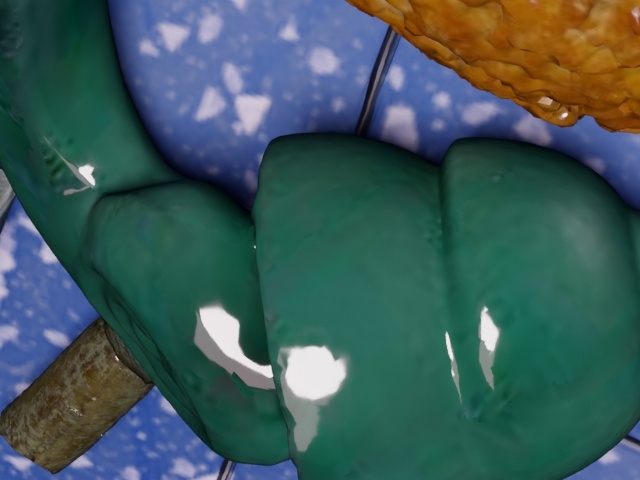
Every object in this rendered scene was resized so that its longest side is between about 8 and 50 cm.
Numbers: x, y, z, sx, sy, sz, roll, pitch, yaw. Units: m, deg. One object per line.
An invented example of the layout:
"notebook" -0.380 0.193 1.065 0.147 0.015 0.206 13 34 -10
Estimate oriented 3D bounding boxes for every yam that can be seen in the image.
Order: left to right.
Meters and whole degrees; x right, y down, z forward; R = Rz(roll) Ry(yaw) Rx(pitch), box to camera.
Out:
"yam" -0.107 0.069 0.861 0.043 0.043 0.094 43 123 -7

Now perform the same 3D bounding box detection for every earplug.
"earplug" 0.001 -0.004 0.735 0.280 0.164 0.257 -3 82 10

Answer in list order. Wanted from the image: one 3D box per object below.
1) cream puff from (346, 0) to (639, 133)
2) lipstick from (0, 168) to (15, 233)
"cream puff" 0.098 -0.166 0.541 0.303 0.212 0.303 9 126 13
"lipstick" -0.223 0.077 0.889 0.076 0.077 0.289 29 126 3
